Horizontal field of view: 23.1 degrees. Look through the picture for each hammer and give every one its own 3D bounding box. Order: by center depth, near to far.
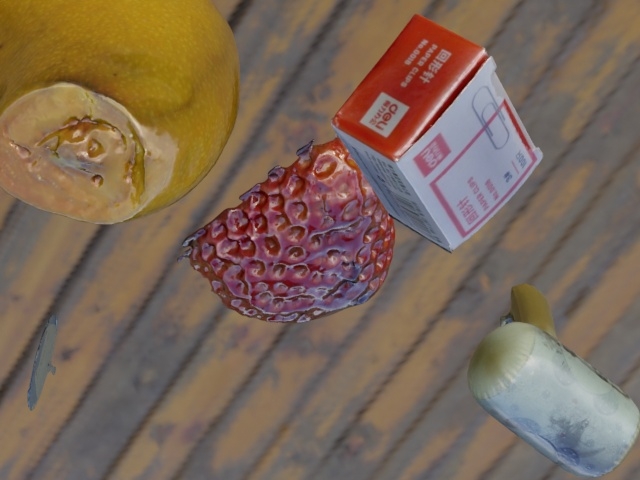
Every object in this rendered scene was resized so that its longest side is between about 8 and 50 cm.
[{"bbox_3d":[0.248,0.128,1.773,0.202,0.305,0.113,40,109,-19],"label":"hammer"}]

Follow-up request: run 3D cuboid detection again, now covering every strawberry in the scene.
[{"bbox_3d":[0.007,0.002,1.818,0.253,0.150,0.280,-5,155,-50],"label":"strawberry"}]

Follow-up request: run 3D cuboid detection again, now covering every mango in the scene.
[{"bbox_3d":[-0.146,-0.110,0.981,0.187,0.359,0.144,-7,117,-23],"label":"mango"}]

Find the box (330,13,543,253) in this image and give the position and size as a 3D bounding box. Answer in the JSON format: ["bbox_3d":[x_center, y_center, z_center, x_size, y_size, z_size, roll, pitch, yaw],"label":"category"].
[{"bbox_3d":[0.106,-0.091,1.398,0.133,0.099,0.182,-49,146,-9],"label":"box"}]

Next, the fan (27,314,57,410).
[{"bbox_3d":[-0.320,0.145,1.823,0.005,0.113,0.175,13,170,-1],"label":"fan"}]
